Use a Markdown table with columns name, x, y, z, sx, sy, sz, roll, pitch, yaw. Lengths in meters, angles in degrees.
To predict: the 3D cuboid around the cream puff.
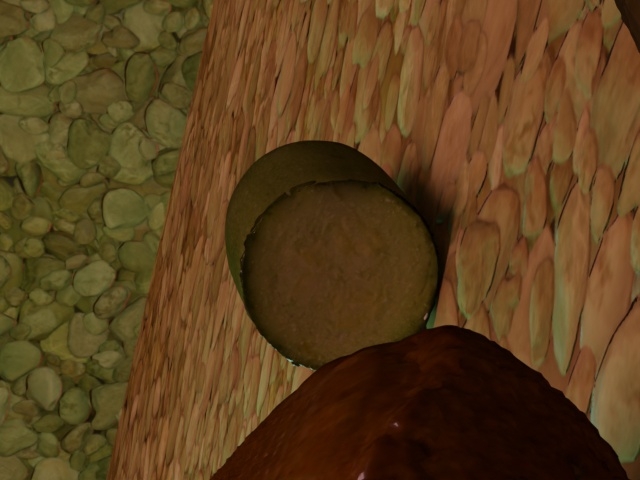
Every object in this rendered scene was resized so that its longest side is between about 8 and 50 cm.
| name | x | y | z | sx | sy | sz | roll | pitch | yaw |
| --- | --- | --- | --- | --- | --- | --- | --- | --- | --- |
| cream puff | 0.017 | 0.191 | 0.705 | 0.303 | 0.212 | 0.303 | -48 | 6 | 7 |

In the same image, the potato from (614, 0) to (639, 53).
| name | x | y | z | sx | sy | sz | roll | pitch | yaw |
| --- | --- | --- | --- | --- | --- | --- | --- | --- | --- |
| potato | 0.160 | -0.107 | 0.508 | 0.194 | 0.157 | 0.157 | -56 | 22 | 35 |

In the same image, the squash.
| name | x | y | z | sx | sy | sz | roll | pitch | yaw |
| --- | --- | --- | --- | --- | --- | --- | --- | --- | --- |
| squash | 0.000 | 0.000 | 1.300 | 0.247 | 0.132 | 0.132 | -117 | 38 | -77 |
